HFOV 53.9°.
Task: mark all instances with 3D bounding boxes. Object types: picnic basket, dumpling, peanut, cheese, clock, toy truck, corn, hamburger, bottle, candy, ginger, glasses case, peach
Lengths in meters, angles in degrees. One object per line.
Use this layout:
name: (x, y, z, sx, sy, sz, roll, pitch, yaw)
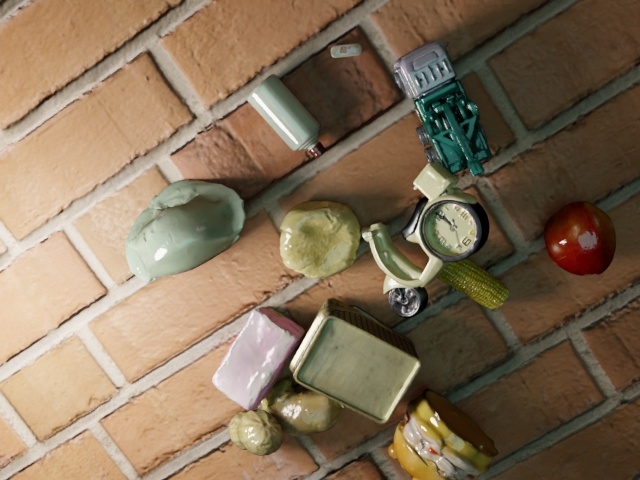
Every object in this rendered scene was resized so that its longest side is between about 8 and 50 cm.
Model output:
picnic basket: (0.093, 0.326, 1.768, 0.312, 0.175, 0.228, 28, 100, -7)
dumpling: (-0.370, -0.011, 1.715, 0.320, 0.270, 0.212, -17, 124, -18)
peanut: (-0.191, 0.539, 1.794, 0.123, 0.256, 0.124, 4, 82, -27)
cheese: (0.000, 0.000, 1.737, 0.225, 0.117, 0.214, -1, 107, -2)
clock: (0.262, 0.002, 1.669, 0.276, 0.120, 0.379, 49, 118, 15)
toy truck: (0.324, -0.334, 1.629, 0.176, 0.178, 0.364, -26, 96, 7)
corn: (0.408, 0.102, 1.750, 0.244, 0.093, 0.093, 30, 101, -4)
hamburger: (0.328, 0.588, 1.767, 0.276, 0.276, 0.237, 37, 98, -5)
bottle: (-0.079, -0.319, 1.680, 0.104, 0.104, 0.245, -41, 97, 9)
candy: (-0.174, 0.329, 1.790, 0.155, 0.116, 0.265, 34, 99, 14)
ginger: (-0.047, 0.488, 1.821, 0.267, 0.138, 0.152, 7, 97, 6)
glasses case: (0.069, -0.506, 1.679, 0.083, 0.021, 0.032, -6, 99, 3)
peach: (0.692, 0.004, 1.673, 0.197, 0.197, 0.198, 0, 101, 2)

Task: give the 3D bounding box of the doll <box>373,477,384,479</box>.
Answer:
doll: (0.181, 0.857, 1.875, 0.196, 0.152, 0.256, -21, 111, -4)
